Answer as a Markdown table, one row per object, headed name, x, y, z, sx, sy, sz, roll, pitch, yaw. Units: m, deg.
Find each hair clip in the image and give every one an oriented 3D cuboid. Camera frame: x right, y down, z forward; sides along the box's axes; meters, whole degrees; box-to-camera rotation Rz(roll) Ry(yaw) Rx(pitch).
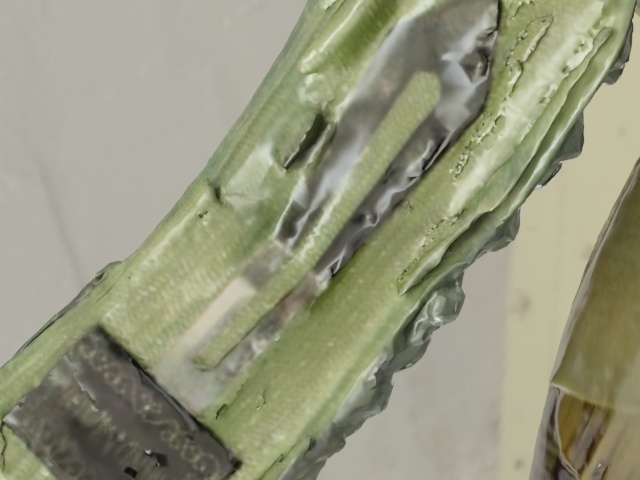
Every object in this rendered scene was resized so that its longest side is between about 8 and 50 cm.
| name | x | y | z | sx | sy | sz | roll | pitch | yaw |
| --- | --- | --- | --- | --- | --- | --- | --- | --- | --- |
| hair clip | 0.000 | 0.001 | 0.702 | 0.321 | 0.138 | 0.091 | -51 | -18 | 6 |

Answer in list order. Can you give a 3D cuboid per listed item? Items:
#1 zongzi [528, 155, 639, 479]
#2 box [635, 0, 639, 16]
| name | x | y | z | sx | sy | sz | roll | pitch | yaw |
| --- | --- | --- | --- | --- | --- | --- | --- | --- | --- |
| zongzi | 0.127 | 0.048 | 0.497 | 0.289 | 0.154 | 0.317 | -67 | -18 | 8 |
| box | 0.295 | -0.121 | 0.965 | 0.159 | 0.240 | 0.071 | -46 | 1 | -18 |
